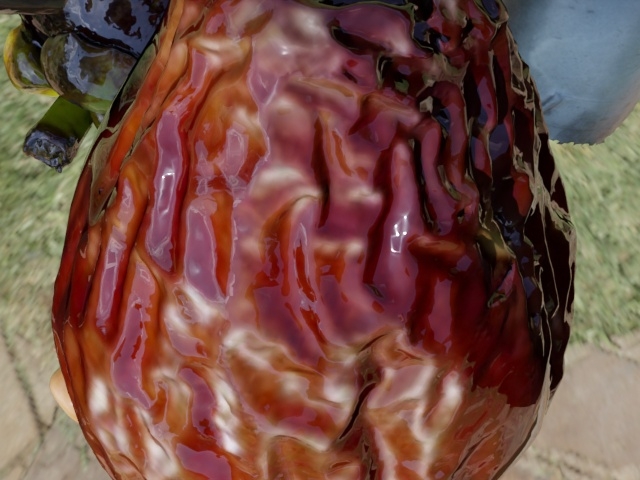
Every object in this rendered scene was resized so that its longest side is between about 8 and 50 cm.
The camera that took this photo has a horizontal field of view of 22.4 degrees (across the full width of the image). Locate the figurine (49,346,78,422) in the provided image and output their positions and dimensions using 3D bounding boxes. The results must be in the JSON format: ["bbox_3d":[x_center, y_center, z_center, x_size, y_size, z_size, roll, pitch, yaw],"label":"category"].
[{"bbox_3d":[-0.124,0.082,1.279,0.195,0.102,0.111,-40,72,-1],"label":"figurine"}]

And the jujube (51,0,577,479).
[{"bbox_3d":[0.000,0.000,0.494,0.168,0.168,0.236,4,138,1],"label":"jujube"}]

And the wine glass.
[{"bbox_3d":[0.136,-0.147,0.762,0.111,0.111,0.204,13,133,-1],"label":"wine glass"}]

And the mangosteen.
[{"bbox_3d":[-0.138,-0.146,1.109,0.192,0.192,0.217,37,85,-6],"label":"mangosteen"}]

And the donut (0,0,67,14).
[{"bbox_3d":[-0.262,-0.287,0.895,0.259,0.345,0.136,15,131,-33],"label":"donut"}]
